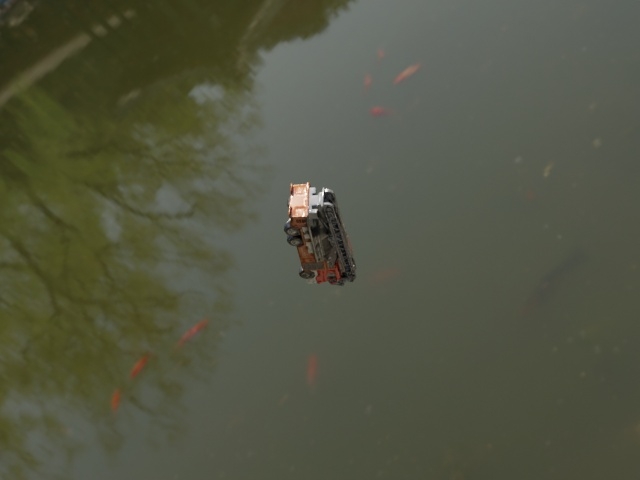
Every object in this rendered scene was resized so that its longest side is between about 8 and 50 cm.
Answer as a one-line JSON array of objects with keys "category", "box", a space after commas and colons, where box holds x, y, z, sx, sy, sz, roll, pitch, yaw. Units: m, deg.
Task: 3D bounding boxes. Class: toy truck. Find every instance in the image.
[{"category": "toy truck", "box": [0.000, 0.000, 0.569, 0.031, 0.083, 0.024, -5, 55, 7]}]
